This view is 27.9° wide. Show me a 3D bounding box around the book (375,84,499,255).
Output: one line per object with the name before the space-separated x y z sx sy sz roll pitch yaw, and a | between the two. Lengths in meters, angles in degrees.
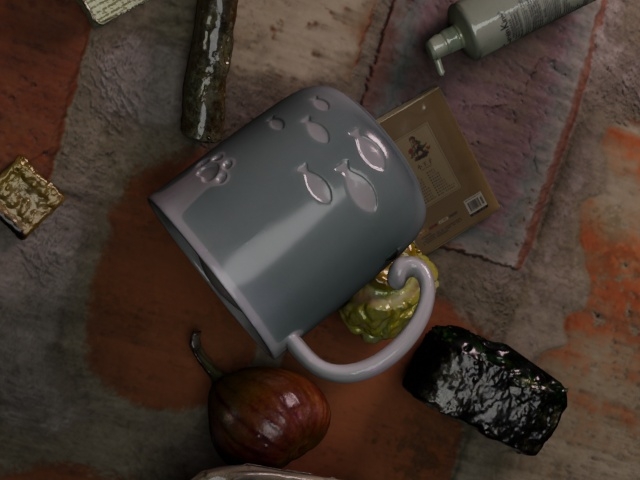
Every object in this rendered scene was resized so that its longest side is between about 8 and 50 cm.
book | 0.146 -0.093 1.765 0.138 0.016 0.198 -31 106 -7

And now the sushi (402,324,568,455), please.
sushi | 0.230 0.201 1.784 0.225 0.124 0.127 27 92 -11

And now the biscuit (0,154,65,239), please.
biscuit | -0.381 -0.055 1.640 0.081 0.018 0.083 -46 107 -3

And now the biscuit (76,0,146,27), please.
biscuit | -0.280 -0.403 1.586 0.150 0.052 0.252 -34 107 -10

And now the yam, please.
yam | -0.136 -0.262 1.645 0.061 0.061 0.274 7 97 -15

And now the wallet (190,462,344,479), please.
wallet | -0.091 0.383 1.703 0.335 0.068 0.275 14 137 -24

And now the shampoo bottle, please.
shampoo bottle | 0.257 -0.311 1.719 0.262 0.085 0.085 -28 105 -7

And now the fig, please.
fig | -0.090 0.234 1.704 0.202 0.149 0.148 10 138 9

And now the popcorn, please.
popcorn | 0.088 0.066 1.726 0.145 0.125 0.126 -34 116 6

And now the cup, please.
cup | 0.000 0.000 1.590 0.274 0.259 0.356 -39 70 -8
